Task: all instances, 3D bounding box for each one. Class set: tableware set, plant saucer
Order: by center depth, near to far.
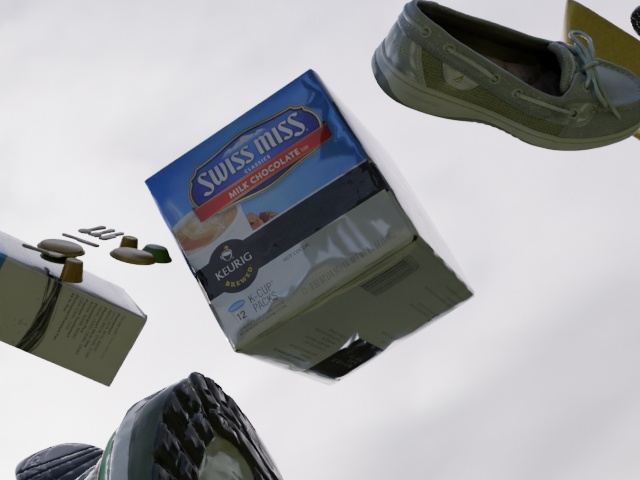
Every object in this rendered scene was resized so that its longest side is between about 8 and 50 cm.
[{"bbox_3d":[-0.220,0.018,1.297,0.154,0.104,0.024,-20,-56,-66],"label":"tableware set"},{"bbox_3d":[0.466,-0.197,1.838,0.081,0.333,0.333,-56,-8,5],"label":"plant saucer"}]

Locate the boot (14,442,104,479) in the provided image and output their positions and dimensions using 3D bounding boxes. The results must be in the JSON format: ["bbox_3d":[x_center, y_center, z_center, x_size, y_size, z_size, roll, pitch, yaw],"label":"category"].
[{"bbox_3d":[-0.303,0.463,1.825,0.138,0.377,0.284,-23,-66,-32],"label":"boot"}]

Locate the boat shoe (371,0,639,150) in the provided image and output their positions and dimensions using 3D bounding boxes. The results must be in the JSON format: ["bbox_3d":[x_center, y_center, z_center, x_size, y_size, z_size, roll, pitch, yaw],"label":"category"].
[{"bbox_3d":[0.215,-0.179,1.364,0.320,0.118,0.103,11,-42,-18],"label":"boat shoe"}]

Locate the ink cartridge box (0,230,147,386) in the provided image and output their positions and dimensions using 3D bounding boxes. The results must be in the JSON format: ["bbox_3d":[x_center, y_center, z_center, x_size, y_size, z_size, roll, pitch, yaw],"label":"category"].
[{"bbox_3d":[-0.296,0.059,1.320,0.203,0.148,0.086,28,-89,-22],"label":"ink cartridge box"}]

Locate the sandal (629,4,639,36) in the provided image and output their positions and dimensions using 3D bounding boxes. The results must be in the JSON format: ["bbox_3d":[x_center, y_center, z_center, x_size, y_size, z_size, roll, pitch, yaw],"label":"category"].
[{"bbox_3d":[0.432,-0.263,1.461,0.040,0.179,0.067,-48,-61,-26],"label":"sandal"}]

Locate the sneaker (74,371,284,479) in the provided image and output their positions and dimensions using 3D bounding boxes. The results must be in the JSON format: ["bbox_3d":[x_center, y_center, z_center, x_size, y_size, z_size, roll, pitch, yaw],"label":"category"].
[{"bbox_3d":[-0.128,0.263,0.680,0.182,0.410,0.158,-29,-63,28],"label":"sneaker"}]

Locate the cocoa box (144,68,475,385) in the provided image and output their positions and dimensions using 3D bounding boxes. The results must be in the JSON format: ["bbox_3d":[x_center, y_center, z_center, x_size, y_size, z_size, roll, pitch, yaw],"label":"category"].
[{"bbox_3d":[0.000,0.000,1.481,0.231,0.228,0.347,-33,-20,8],"label":"cocoa box"}]
